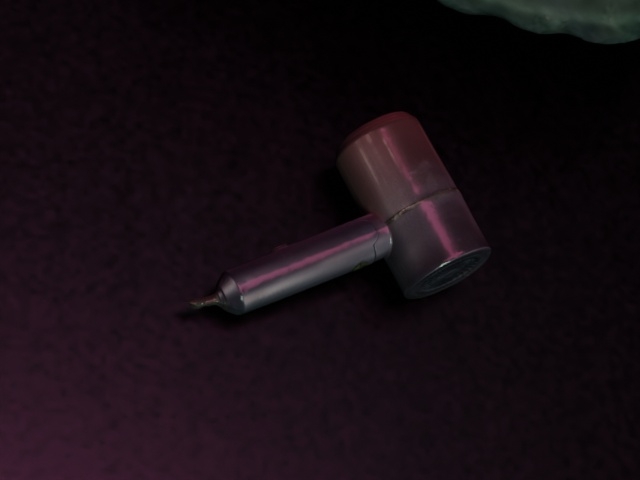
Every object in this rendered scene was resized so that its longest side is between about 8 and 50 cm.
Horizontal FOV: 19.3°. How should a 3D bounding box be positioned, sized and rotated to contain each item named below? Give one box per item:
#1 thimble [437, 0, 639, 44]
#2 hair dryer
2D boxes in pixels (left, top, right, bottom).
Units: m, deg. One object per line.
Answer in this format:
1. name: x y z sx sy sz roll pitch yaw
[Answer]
1. thimble: 0.082 -0.199 0.713 0.250 0.205 0.172 25 66 -19
2. hair dryer: 0.000 0.000 0.688 0.114 0.037 0.063 -22 73 -22
